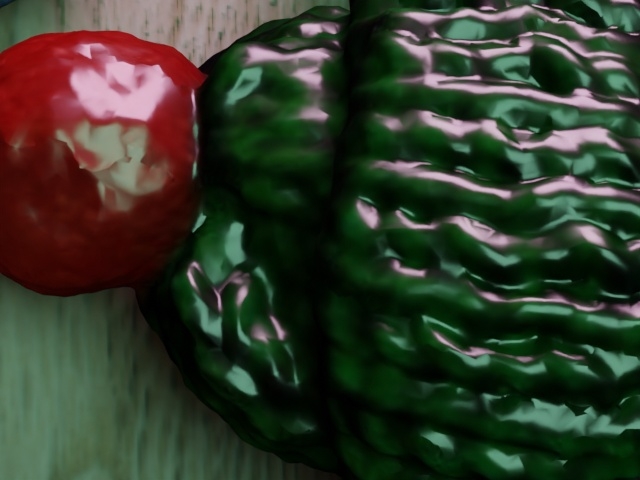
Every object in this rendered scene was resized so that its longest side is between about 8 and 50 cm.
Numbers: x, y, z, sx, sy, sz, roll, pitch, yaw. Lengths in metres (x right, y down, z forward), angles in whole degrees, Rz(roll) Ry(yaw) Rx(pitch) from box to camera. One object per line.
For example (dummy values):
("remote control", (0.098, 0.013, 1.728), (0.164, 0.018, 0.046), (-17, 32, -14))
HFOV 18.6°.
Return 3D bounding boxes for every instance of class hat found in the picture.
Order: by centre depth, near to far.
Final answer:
("hat", (0.000, 0.000, 0.837), (0.332, 0.242, 0.274), (6, 52, 1))

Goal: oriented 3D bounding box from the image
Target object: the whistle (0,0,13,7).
("whistle", (-0.187, -0.136, 0.827), (0.269, 0.093, 0.180), (-17, 111, -24))
